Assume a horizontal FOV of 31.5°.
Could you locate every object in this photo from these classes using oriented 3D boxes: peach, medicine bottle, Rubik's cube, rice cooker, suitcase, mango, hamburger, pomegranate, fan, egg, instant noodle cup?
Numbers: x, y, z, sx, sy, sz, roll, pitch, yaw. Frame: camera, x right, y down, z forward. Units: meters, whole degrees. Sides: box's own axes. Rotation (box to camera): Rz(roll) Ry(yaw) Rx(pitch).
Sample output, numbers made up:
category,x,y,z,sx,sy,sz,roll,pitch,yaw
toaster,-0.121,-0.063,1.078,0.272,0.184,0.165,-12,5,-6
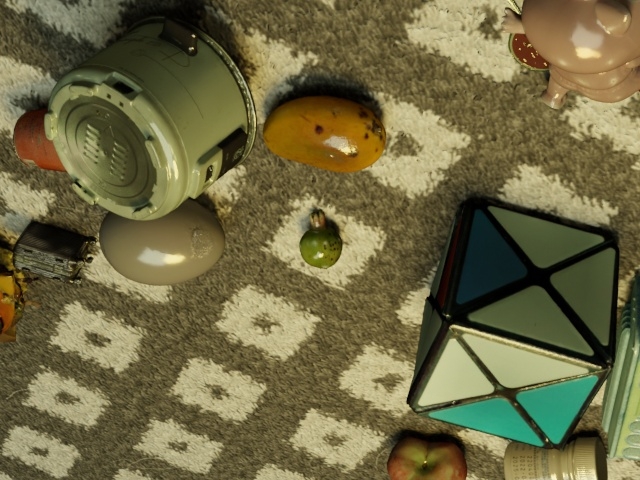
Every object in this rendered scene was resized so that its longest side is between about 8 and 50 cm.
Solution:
category,x,y,z,sx,sy,sz,roll,pitch,yaw
peach,0.200,0.437,2.132,0.152,0.152,0.152,9,138,8
medicine bottle,0.422,0.407,2.039,0.168,0.105,0.105,-8,133,25
Rubik's cube,0.282,0.126,1.672,0.246,0.250,0.248,15,140,2
rice cooker,-0.219,-0.166,1.530,0.241,0.227,0.280,30,135,16
suitcase,-0.448,0.020,1.905,0.126,0.086,0.059,17,123,-1
mango,0.003,-0.151,1.582,0.178,0.090,0.115,14,146,15
hamburger,-0.611,0.075,1.973,0.261,0.139,0.243,19,140,-3
pomegranate,0.003,0.001,1.767,0.073,0.084,0.073,9,167,2
fan,0.267,-0.264,1.435,0.085,0.005,0.133,-21,127,34
egg,-0.247,-0.002,1.772,0.198,0.146,0.146,6,138,1
instant noodle cup,-0.375,-0.150,1.682,0.135,0.127,0.127,1,137,28

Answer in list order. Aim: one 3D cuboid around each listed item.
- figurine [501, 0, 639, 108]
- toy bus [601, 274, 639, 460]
category,x,y,z,sx,sy,sz,roll,pitch,yaw
figurine,0.330,-0.255,1.344,0.176,0.186,0.287,36,171,31
toy bus,0.545,0.209,1.752,0.190,0.152,0.312,6,138,10
